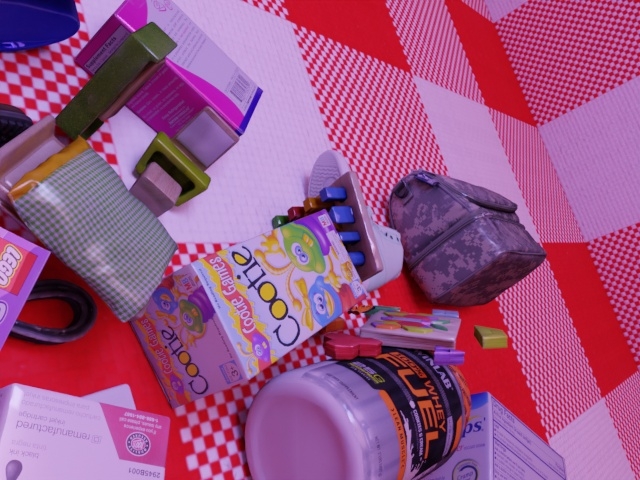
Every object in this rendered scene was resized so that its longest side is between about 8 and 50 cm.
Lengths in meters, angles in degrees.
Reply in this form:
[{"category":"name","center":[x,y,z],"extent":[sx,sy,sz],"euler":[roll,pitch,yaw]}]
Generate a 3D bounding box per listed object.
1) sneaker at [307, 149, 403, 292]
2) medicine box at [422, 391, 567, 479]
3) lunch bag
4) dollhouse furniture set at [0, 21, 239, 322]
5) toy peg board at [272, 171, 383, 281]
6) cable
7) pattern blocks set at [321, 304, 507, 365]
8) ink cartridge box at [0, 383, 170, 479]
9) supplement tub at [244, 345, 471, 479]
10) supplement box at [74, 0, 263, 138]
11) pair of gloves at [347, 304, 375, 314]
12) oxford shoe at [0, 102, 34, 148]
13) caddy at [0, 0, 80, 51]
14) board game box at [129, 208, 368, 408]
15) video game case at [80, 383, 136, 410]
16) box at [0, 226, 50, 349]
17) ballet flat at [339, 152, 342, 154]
[{"category":"sneaker","center":[0.069,-0.036,1.072],"extent":[0.151,0.094,0.256],"euler":[-10,86,-47]},{"category":"medicine box","center":[0.288,0.449,0.993],"extent":[0.263,0.149,0.289],"euler":[42,40,-27]},{"category":"lunch bag","center":[0.295,-0.016,1.263],"extent":[0.305,0.212,0.256],"euler":[5,48,-51]},{"category":"dollhouse furniture set","center":[-0.193,-0.090,0.655],"extent":[0.197,0.151,0.302],"euler":[45,19,-21]},{"category":"toy peg board","center":[0.000,0.000,0.924],"extent":[0.079,0.160,0.161],"euler":[-4,70,-35]},{"category":"cable","center":[-0.335,0.048,0.536],"extent":[0.287,0.072,0.140],"euler":[31,49,-34]},{"category":"pattern blocks set","center":[0.133,0.132,0.904],"extent":[0.325,0.285,0.026],"euler":[-83,177,-87]},{"category":"ink cartridge box","center":[-0.222,0.247,0.492],"extent":[0.158,0.092,0.218],"euler":[28,50,-38]},{"category":"supplement tub","center":[0.069,0.245,0.811],"extent":[0.316,0.193,0.194],"euler":[-3,70,-52]},{"category":"supplement box","center":[-0.206,-0.231,0.842],"extent":[0.220,0.113,0.111],"euler":[43,41,-27]},{"category":"pair of gloves","center":[0.043,0.107,0.965],"extent":[0.074,0.083,0.010],"euler":[-5,97,-61]},{"category":"oxford shoe","center":[-0.393,-0.140,0.578],"extent":[0.227,0.082,0.096],"euler":[3,62,-52]},{"category":"caddy","center":[-0.363,-0.322,0.597],"extent":[0.341,0.241,0.179],"euler":[-23,91,-55]},{"category":"board game box","center":[-0.083,0.076,0.773],"extent":[0.275,0.142,0.144],"euler":[-26,89,-54]},{"category":"video game case","center":[-0.239,0.269,0.557],"extent":[0.206,0.026,0.227],"euler":[-7,74,-52]},{"category":"box","center":[-0.357,0.091,0.426],"extent":[0.201,0.057,0.294],"euler":[36,60,-36]},{"category":"ballet flat","center":[0.021,-0.119,1.124],"extent":[0.041,0.041,0.114],"euler":[30,47,-38]}]
